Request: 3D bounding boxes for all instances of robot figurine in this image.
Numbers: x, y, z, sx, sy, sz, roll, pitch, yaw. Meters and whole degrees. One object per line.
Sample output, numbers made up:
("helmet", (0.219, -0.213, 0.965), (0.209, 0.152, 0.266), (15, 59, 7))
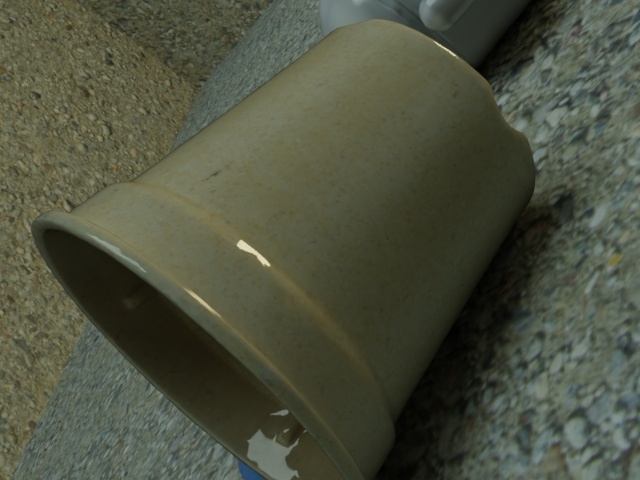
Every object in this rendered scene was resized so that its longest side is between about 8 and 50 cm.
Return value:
("robot figurine", (0.136, -0.301, 1.222), (0.353, 0.200, 0.300), (-52, 11, 8))

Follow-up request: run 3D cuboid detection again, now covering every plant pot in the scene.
("plant pot", (0.000, 0.000, 0.863), (0.305, 0.334, 0.334), (-47, 13, -19))

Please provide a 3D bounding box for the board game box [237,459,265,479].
("board game box", (-0.014, 0.159, 1.015), (0.133, 0.033, 0.168), (-19, 43, 56))
